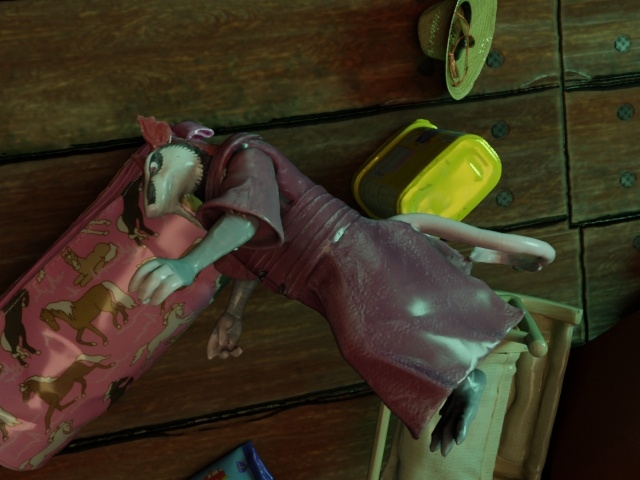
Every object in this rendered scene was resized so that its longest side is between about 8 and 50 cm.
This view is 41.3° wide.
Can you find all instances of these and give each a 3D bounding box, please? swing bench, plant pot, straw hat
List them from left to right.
[{"bbox_3d":[0.141,-0.233,0.943,0.061,0.144,0.144,17,99,27],"label":"straw hat"},{"bbox_3d":[0.174,0.194,0.965,0.165,0.255,0.253,13,98,24],"label":"swing bench"},{"bbox_3d":[0.424,0.220,0.985,0.267,0.267,0.235,4,63,-14],"label":"plant pot"}]

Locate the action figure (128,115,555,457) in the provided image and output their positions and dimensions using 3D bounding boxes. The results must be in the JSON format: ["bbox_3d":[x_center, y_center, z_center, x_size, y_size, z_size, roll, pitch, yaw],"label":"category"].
[{"bbox_3d":[0.000,0.000,0.716,0.370,0.248,0.275,40,81,-1],"label":"action figure"}]

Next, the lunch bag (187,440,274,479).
[{"bbox_3d":[-0.115,0.374,0.885,0.221,0.293,0.138,-32,106,-5],"label":"lunch bag"}]

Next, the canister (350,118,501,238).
[{"bbox_3d":[0.109,-0.066,0.914,0.126,0.170,0.073,-44,106,-2],"label":"canister"}]

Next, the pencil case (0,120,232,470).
[{"bbox_3d":[-0.219,0.054,0.873,0.386,0.167,0.160,-45,74,-2],"label":"pencil case"}]
